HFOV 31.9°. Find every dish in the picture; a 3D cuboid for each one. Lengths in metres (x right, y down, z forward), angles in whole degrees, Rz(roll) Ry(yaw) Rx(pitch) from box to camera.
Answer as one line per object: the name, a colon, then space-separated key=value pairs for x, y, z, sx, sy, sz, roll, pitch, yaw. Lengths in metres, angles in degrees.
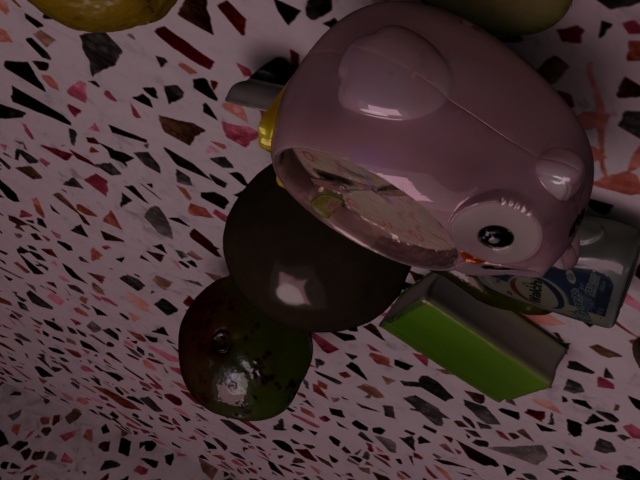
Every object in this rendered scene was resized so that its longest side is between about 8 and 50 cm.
dish: x=-0.061 y=-0.223 z=1.609 sx=0.141 sy=0.078 sz=0.141 roll=12 pitch=-173 yaw=-2

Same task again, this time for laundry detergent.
laundry detergent: x=0.308 y=0.012 z=1.609 sx=0.281 sy=0.105 sz=0.215 roll=22 pitch=153 yaw=18

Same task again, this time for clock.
clock: x=0.152 y=-0.116 z=1.358 sx=0.377 sy=0.250 sz=0.368 roll=26 pitch=163 yaw=21

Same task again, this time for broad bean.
broad bean: x=0.219 y=0.043 z=1.793 sx=0.339 sy=0.061 sz=0.077 roll=29 pitch=161 yaw=4

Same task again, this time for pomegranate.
pomegranate: x=-0.124 y=0.229 z=2.224 sx=0.291 sy=0.290 sz=0.323 roll=5 pitch=155 yaw=40

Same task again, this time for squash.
squash: x=0.181 y=-0.308 z=1.247 sx=0.219 sy=0.041 sz=0.219 roll=23 pitch=153 yaw=13

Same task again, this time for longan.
longan: x=-0.003 y=-0.002 z=1.690 sx=0.297 sy=0.297 sz=0.297 roll=23 pitch=152 yaw=13

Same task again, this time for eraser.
eraser: x=0.258 y=0.169 z=1.944 sx=0.274 sy=0.092 sz=0.210 roll=32 pitch=154 yaw=-9

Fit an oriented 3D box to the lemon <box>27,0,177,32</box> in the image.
lemon: x=-0.273 y=-0.385 z=1.334 sx=0.261 sy=0.260 sz=0.284 roll=21 pitch=153 yaw=16

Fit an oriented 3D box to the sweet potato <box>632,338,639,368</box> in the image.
sweet potato: x=0.619 y=0.270 z=1.763 sx=0.310 sy=0.098 sz=0.124 roll=43 pitch=158 yaw=-18
